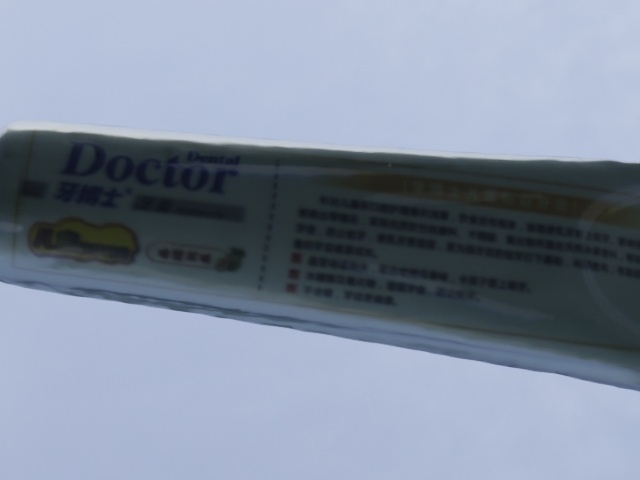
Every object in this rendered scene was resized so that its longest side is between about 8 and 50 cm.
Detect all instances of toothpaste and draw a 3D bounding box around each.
[{"bbox_3d":[0.000,0.000,0.424,0.256,0.037,0.067,6,-98,-4],"label":"toothpaste"}]
